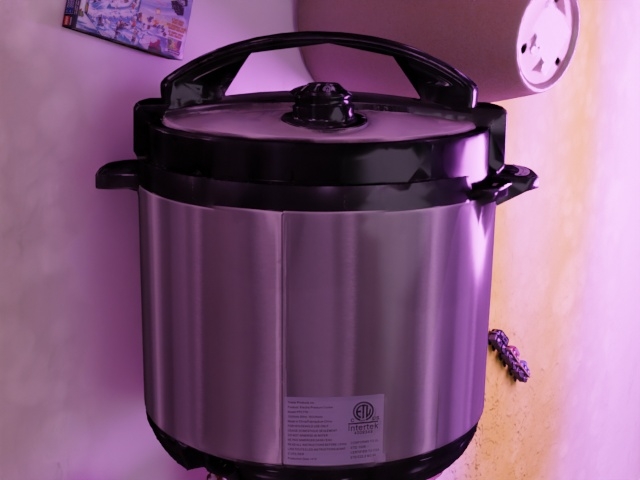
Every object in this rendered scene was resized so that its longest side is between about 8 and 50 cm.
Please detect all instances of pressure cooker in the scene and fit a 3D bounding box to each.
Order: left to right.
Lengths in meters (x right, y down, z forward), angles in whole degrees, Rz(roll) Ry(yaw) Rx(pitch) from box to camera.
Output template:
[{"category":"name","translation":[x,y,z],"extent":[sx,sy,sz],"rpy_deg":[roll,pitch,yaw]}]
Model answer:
[{"category":"pressure cooker","translation":[0.002,0.001,0.995],"extent":[0.369,0.375,0.421],"rpy_deg":[-14,110,-43]}]

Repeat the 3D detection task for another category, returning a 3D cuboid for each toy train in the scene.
[{"category":"toy train","translation":[0.326,0.198,1.676],"extent":[0.158,0.027,0.036],"rpy_deg":[51,51,-41]}]

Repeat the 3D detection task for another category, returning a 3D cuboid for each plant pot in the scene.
[{"category":"plant pot","translation":[0.159,-0.264,1.164],"extent":[0.256,0.274,0.257],"rpy_deg":[-20,119,-41]}]

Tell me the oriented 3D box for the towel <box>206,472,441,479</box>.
[{"category":"towel","translation":[0.020,0.288,1.213],"extent":[0.329,0.037,0.237],"rpy_deg":[-36,111,-37]}]

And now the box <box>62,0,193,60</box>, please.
[{"category":"box","translation":[-0.189,-0.243,0.983],"extent":[0.137,0.027,0.094],"rpy_deg":[9,93,-50]}]
